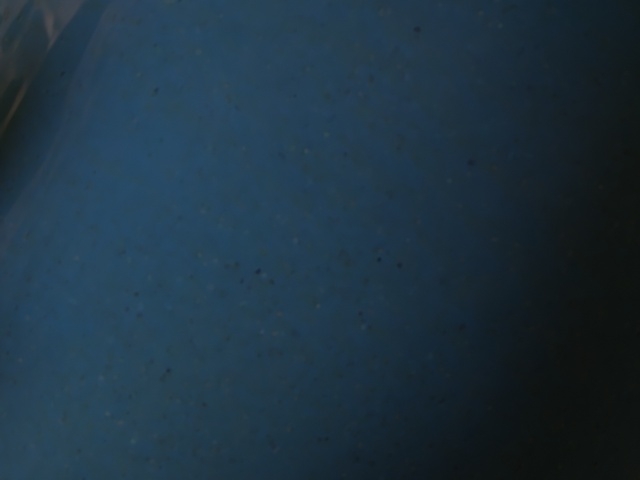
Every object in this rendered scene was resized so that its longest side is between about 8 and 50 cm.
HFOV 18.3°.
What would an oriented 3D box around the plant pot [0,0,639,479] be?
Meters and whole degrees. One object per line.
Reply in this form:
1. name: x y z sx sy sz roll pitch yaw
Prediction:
1. plant pot: 0.000 0.000 0.498 0.272 0.272 0.255 40 75 -13
